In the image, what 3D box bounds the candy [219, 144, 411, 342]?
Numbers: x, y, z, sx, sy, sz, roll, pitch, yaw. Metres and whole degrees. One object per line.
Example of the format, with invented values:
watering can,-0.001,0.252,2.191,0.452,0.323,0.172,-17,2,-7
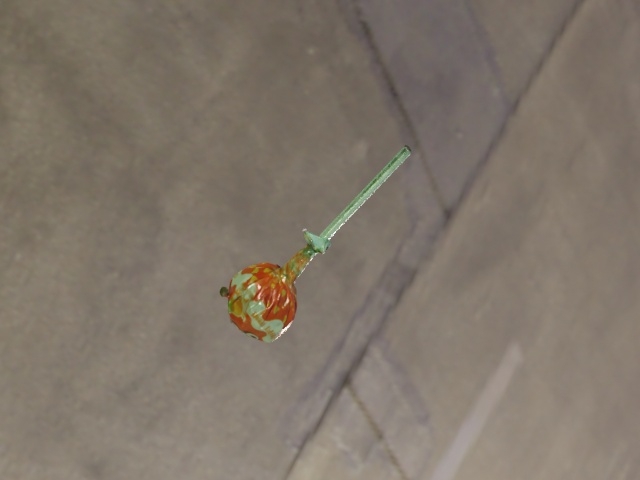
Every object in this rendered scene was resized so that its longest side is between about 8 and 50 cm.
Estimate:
candy,0.000,0.000,1.066,0.184,0.055,0.049,-46,163,18
